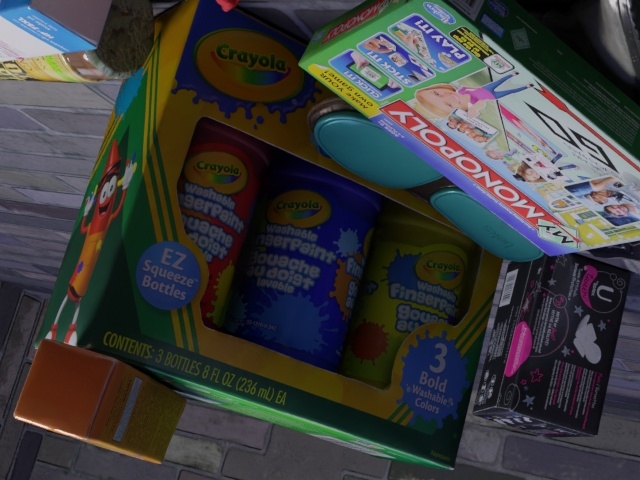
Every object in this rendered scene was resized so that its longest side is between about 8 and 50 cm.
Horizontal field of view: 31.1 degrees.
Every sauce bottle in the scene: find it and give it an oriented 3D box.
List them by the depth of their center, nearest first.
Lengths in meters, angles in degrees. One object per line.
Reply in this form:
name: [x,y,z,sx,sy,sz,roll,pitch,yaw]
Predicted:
sauce bottle: [-0.334,-0.222,1.212,0.345,0.111,0.111,5,163,34]

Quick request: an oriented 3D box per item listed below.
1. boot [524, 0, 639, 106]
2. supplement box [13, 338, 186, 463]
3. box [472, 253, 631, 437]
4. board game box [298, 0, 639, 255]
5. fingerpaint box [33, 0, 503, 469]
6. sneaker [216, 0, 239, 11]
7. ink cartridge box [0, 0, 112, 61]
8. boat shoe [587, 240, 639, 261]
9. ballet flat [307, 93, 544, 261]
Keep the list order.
boot: [0.201,-0.169,0.919,0.161,0.083,0.246,15,166,27]
supplement box: [-0.200,0.157,1.083,0.078,0.080,0.233,14,168,13]
box: [0.340,0.156,1.698,0.142,0.247,0.163,18,166,-9]
board game box: [0.160,-0.099,0.976,0.317,0.046,0.213,34,157,-20]
fingerpaint box: [-0.022,0.007,1.233,0.445,0.371,0.163,24,164,-28]
sneaker: [-0.042,-0.226,0.857,0.279,0.118,0.107,7,165,31]
ink cartridge box: [-0.279,-0.238,1.034,0.231,0.134,0.078,2,162,42]
boat shoe: [0.357,-0.014,1.371,0.065,0.075,0.206,14,171,-7]
ballet flat: [0.125,-0.096,1.176,0.342,0.124,0.116,27,151,-33]
